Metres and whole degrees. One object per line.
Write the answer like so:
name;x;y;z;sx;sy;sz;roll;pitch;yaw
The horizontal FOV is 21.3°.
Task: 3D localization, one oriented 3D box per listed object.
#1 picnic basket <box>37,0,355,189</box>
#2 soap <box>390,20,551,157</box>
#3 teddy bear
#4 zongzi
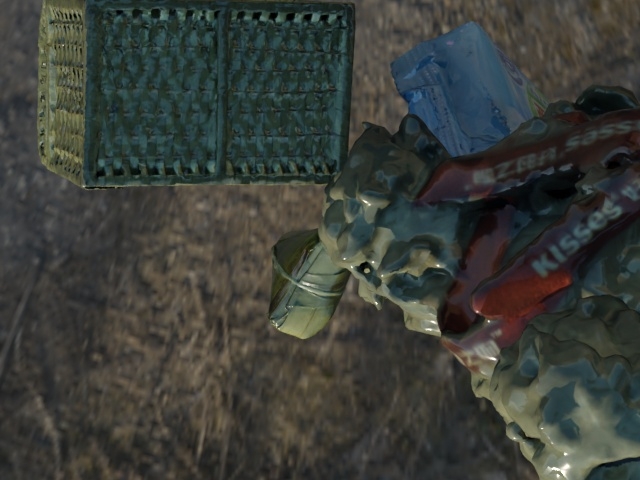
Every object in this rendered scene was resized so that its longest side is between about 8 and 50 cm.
picnic basket;-0.093;-0.110;1.211;0.196;0.154;0.134;-3;98;-23
soap;0.163;-0.044;1.301;0.077;0.156;0.293;-32;139;18
teddy bear;0.217;-0.029;0.951;0.367;0.357;0.224;-46;119;3
zongzi;0.000;0.000;1.223;0.052;0.104;0.113;16;120;-15
